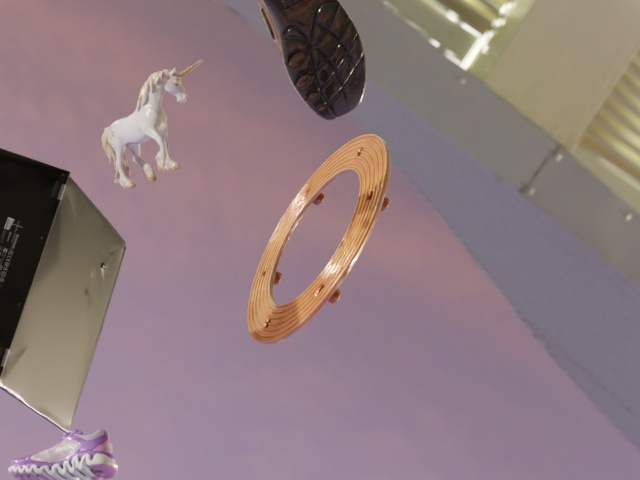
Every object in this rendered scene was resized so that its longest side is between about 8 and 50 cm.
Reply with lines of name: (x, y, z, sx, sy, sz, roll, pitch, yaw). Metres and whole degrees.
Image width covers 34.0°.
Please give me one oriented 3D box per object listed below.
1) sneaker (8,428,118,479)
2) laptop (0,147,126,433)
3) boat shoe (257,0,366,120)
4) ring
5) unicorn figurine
sneaker: (-0.524, 0.442, 2.149, 0.095, 0.236, 0.105, 63, -160, -53)
laptop: (-0.549, 0.072, 1.768, 0.407, 0.382, 0.236, 19, 154, -15)
boat shoe: (-0.028, -0.339, 1.551, 0.120, 0.122, 0.324, -117, 2, -63)
ring: (0.000, 0.000, 1.480, 0.032, 0.337, 0.336, 30, -170, -21)
unicorn figurine: (-0.199, -0.128, 1.207, 0.060, 0.161, 0.111, -15, -94, -66)
